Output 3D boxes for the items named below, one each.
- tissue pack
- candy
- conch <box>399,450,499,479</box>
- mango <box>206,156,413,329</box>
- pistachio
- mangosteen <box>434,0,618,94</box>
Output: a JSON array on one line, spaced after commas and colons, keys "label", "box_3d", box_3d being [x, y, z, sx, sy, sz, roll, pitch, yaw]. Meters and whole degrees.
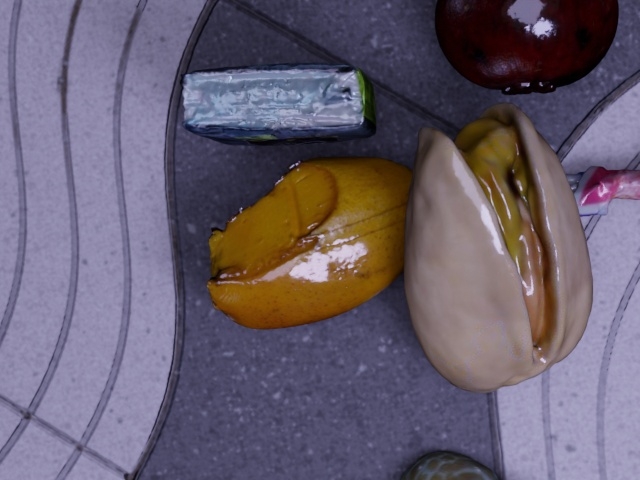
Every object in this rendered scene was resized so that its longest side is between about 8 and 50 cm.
[{"label": "tissue pack", "box_3d": [-0.035, -0.132, 1.394, 0.173, 0.235, 0.073, -2, 92, 4]}, {"label": "candy", "box_3d": [0.286, -0.063, 1.452, 0.365, 0.124, 0.124, 3, 92, 13]}, {"label": "conch", "box_3d": [0.155, 0.287, 1.463, 0.173, 0.106, 0.116, 39, 76, 16]}, {"label": "mango", "box_3d": [0.000, 0.000, 1.453, 0.252, 0.126, 0.154, -24, 79, -2]}, {"label": "pistachio", "box_3d": [0.168, 0.014, 1.396, 0.187, 0.187, 0.299, -9, 112, 5]}, {"label": "mangosteen", "box_3d": [0.201, -0.243, 1.408, 0.200, 0.200, 0.200, 0, 92, 5]}]
